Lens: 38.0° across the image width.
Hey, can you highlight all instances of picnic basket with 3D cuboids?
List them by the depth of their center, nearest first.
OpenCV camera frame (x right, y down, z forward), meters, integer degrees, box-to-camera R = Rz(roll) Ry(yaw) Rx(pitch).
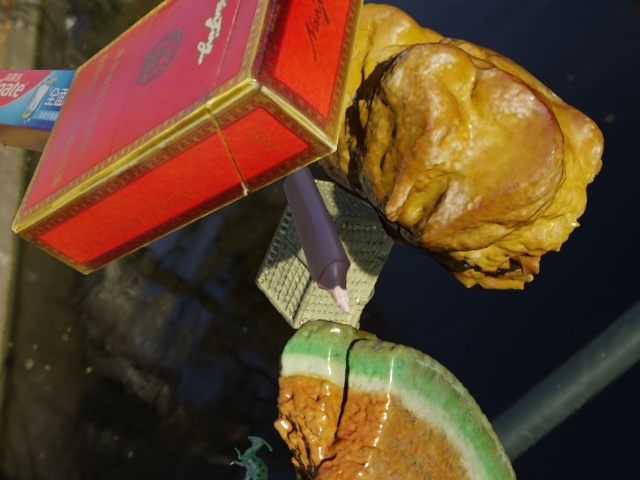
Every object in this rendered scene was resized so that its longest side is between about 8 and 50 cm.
[{"bbox_3d":[0.021,0.024,1.428,0.134,0.154,0.196,42,118,43],"label":"picnic basket"}]

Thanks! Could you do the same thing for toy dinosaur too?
[{"bbox_3d":[-0.071,0.274,1.111,0.062,0.083,0.021,-56,7,-9],"label":"toy dinosaur"}]

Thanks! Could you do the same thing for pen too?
[{"bbox_3d":[0.000,0.000,1.033,0.053,0.032,0.197,-57,41,42],"label":"pen"}]

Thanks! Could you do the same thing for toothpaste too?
[{"bbox_3d":[-0.305,-0.143,1.039,0.320,0.066,0.076,13,71,49],"label":"toothpaste"}]

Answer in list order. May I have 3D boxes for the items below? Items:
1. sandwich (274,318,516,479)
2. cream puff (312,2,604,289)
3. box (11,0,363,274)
[{"bbox_3d":[0.062,0.197,0.807,0.109,0.292,0.212,-6,24,43],"label":"sandwich"},{"bbox_3d":[0.096,-0.066,0.673,0.155,0.269,0.241,-51,53,1],"label":"cream puff"},{"bbox_3d":[-0.084,-0.087,0.581,0.239,0.074,0.153,-24,40,40],"label":"box"}]
